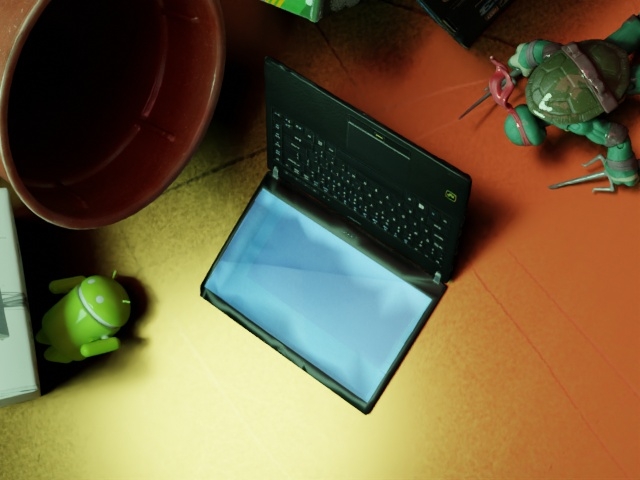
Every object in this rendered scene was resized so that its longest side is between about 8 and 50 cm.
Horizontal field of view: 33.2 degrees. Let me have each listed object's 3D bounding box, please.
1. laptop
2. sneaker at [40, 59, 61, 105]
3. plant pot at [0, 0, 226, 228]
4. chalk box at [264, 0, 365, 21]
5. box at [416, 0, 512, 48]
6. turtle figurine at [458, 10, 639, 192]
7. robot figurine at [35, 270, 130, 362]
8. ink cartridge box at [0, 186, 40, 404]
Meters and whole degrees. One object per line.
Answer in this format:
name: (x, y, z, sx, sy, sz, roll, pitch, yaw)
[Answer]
laptop: (0.000, 0.000, 1.041, 0.234, 0.264, 0.136, 33, 61, 19)
sneaker: (-0.268, -0.113, 1.181, 0.071, 0.083, 0.191, -25, 79, 15)
plant pot: (-0.279, -0.187, 1.032, 0.265, 0.272, 0.272, 27, 95, 29)
chalk box: (-0.009, -0.381, 0.995, 0.179, 0.180, 0.289, 25, 122, 21)
box: (0.175, -0.323, 0.919, 0.295, 0.293, 0.073, -45, 74, 12)
turtle figurine: (0.248, -0.133, 0.976, 0.234, 0.118, 0.175, -30, 76, 10)
robot figurine: (-0.255, 0.084, 1.167, 0.115, 0.067, 0.101, -40, 62, 13)
ink cartridge box: (-0.360, 0.068, 1.152, 0.092, 0.158, 0.218, -7, 81, -15)
